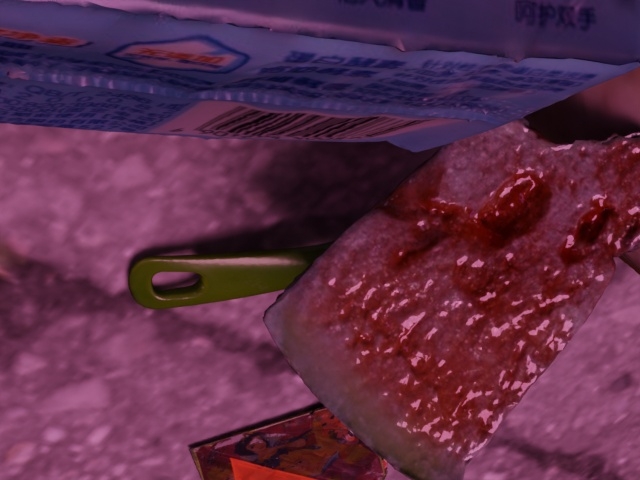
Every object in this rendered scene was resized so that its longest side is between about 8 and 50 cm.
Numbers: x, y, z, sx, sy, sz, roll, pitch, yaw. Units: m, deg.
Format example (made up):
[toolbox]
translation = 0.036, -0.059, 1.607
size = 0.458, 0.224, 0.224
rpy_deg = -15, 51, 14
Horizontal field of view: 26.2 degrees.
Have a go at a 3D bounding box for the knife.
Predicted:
[knife]
translation = 0.001, 0.002, 0.583
size = 0.166, 0.022, 0.078
rpy_deg = -14, 130, -16

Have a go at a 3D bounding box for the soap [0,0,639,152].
[soap]
translation = -0.034, -0.077, 0.397
size = 0.293, 0.077, 0.156
rpy_deg = 3, 173, -28

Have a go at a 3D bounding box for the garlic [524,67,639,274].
[garlic]
translation = 0.155, -0.068, 0.548
size = 0.143, 0.112, 0.318
rpy_deg = -26, 148, -6

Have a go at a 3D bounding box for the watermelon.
[watermelon]
translation = 0.048, 0.019, 0.504
size = 0.098, 0.121, 0.158
rpy_deg = 42, 134, -14

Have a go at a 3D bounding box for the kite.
[kite]
translation = -0.015, 0.117, 0.691
size = 0.125, 0.008, 0.222
rpy_deg = 20, 119, -38
